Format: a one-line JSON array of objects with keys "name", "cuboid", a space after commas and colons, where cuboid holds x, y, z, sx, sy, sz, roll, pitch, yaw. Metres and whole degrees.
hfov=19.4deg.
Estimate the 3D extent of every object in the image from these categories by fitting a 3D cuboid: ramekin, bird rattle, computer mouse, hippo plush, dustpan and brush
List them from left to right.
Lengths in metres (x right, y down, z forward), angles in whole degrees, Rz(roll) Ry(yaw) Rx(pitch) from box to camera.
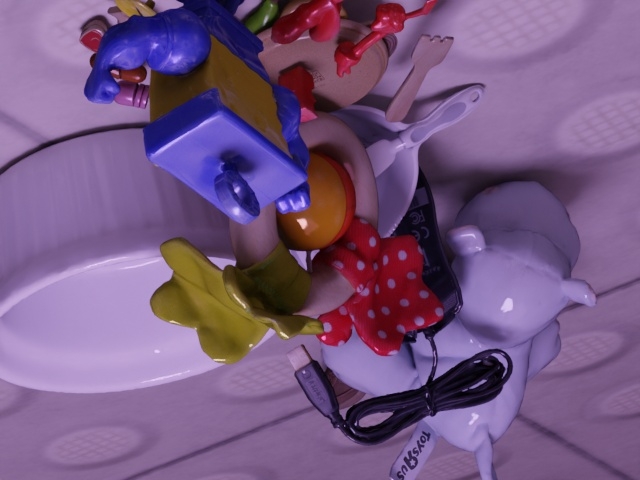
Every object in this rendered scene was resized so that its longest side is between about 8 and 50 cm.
[{"name": "ramekin", "cuboid": [-0.170, 0.017, 1.627, 0.277, 0.135, 0.277, -11, 155, -5]}, {"name": "bird rattle", "cuboid": [0.000, 0.000, 1.485, 0.253, 0.207, 0.143, -8, -169, -42]}, {"name": "computer mouse", "cuboid": [0.039, 0.050, 1.661, 0.184, 0.262, 0.060, -26, -178, -16]}, {"name": "dustpan and brush", "cuboid": [0.050, -0.074, 1.601, 0.211, 0.147, 0.060, -36, -160, -20]}, {"name": "hippo plush", "cuboid": [0.131, 0.062, 1.782, 0.234, 0.294, 0.237, 18, 132, 4]}]

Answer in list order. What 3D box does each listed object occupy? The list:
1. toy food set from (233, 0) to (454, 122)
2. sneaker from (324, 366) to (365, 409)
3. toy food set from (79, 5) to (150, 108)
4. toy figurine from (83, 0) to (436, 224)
[{"name": "toy food set", "cuboid": [-0.006, -0.146, 1.468, 0.192, 0.039, 0.132, 4, 147, -19]}, {"name": "sneaker", "cuboid": [0.035, 0.118, 2.037, 0.071, 0.066, 0.188, 21, 136, -24]}, {"name": "toy food set", "cuboid": [-0.141, -0.129, 1.430, 0.078, 0.019, 0.122, -11, 141, 34]}, {"name": "toy figurine", "cuboid": [-0.061, -0.122, 1.247, 0.191, 0.217, 0.362, -22, 145, 23]}]
